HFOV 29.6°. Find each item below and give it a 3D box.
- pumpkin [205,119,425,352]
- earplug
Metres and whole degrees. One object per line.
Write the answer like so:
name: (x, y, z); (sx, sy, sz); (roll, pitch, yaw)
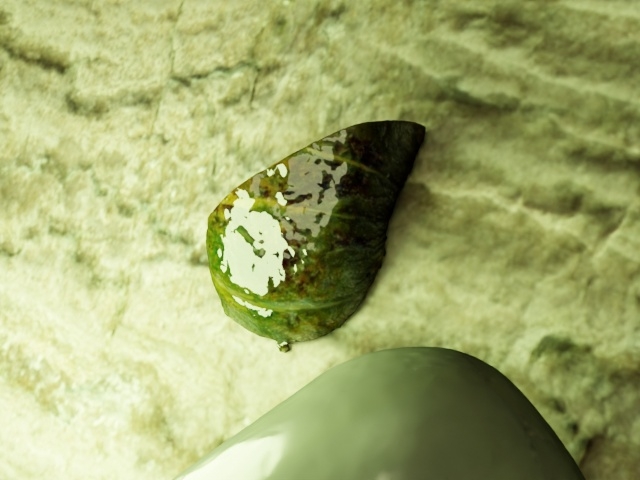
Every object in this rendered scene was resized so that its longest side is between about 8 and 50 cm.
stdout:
pumpkin: (0.001, -0.002, 1.219); (0.278, 0.111, 0.163); (-27, 69, 10)
earplug: (0.031, 0.270, 1.001); (0.394, 0.312, 0.313); (-38, 63, 5)
